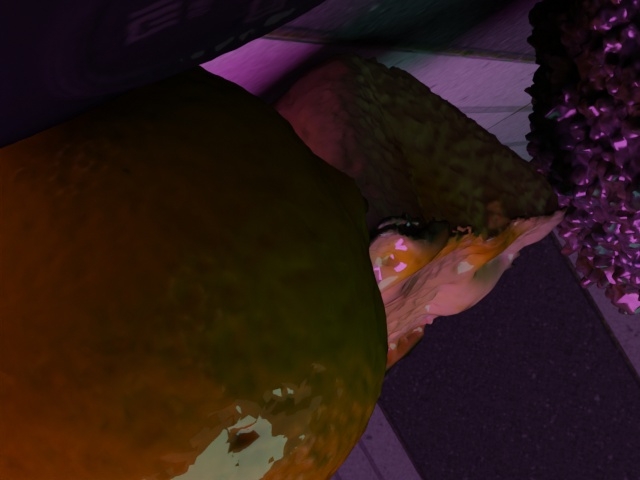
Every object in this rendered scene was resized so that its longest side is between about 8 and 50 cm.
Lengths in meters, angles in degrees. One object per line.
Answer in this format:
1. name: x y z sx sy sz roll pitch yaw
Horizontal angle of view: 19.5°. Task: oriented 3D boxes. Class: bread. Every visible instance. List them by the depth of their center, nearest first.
1. bread: -0.007 -0.005 0.883 0.174 0.133 0.252 -40 168 28

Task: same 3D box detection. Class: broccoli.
1. broccoli: 0.229 -0.056 0.955 0.260 0.288 0.235 28 92 -42

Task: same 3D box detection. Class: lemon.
1. lemon: -0.074 0.033 0.646 0.203 0.178 0.178 -32 174 2

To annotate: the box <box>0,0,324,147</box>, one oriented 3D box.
1. box: -0.022 -0.090 0.506 0.201 0.042 0.212 -27 173 -14
